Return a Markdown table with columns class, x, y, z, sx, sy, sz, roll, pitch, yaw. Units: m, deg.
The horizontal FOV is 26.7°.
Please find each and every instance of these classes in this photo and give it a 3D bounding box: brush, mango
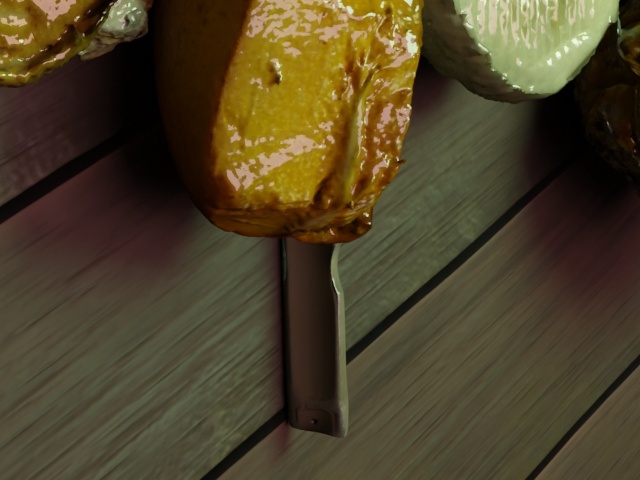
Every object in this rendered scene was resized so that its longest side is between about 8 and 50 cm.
| class | x | y | z | sx | sy | sz | roll | pitch | yaw |
| --- | --- | --- | --- | --- | --- | --- | --- | --- | --- |
| brush | 0.000 | 0.000 | 1.094 | 0.050 | 0.060 | 0.321 | -19 | 111 | -55 |
| mango | -0.026 | -0.172 | 0.922 | 0.201 | 0.199 | 0.350 | 2 | 85 | -70 |

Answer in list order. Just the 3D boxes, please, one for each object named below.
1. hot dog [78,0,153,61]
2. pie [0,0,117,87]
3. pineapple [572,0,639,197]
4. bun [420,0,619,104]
| class | x | y | z | sx | sy | sz | roll | pitch | yaw |
| --- | --- | --- | --- | --- | --- | --- | --- | --- | --- |
| hot dog | -0.157 | -0.216 | 0.860 | 0.146 | 0.103 | 0.213 | 25 | 76 | -22 |
| pie | -0.222 | -0.235 | 0.721 | 0.315 | 0.092 | 0.315 | -4 | 101 | -24 |
| pineapple | 0.427 | -0.146 | 1.306 | 0.300 | 0.352 | 0.352 | -52 | 134 | 2 |
| bun | 0.138 | -0.249 | 1.123 | 0.259 | 0.152 | 0.259 | -12 | 108 | -39 |
